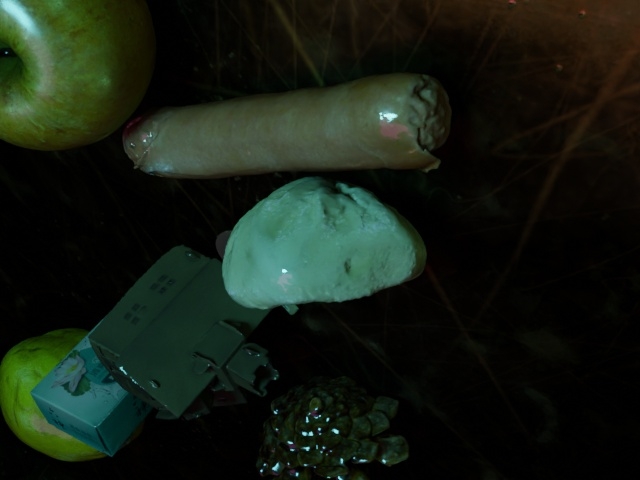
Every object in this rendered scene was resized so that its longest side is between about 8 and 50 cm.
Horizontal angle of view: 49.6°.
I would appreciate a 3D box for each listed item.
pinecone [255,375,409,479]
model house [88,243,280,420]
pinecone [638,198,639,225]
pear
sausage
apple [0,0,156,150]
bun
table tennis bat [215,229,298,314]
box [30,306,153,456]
[{"bbox_3d":[0.013,0.305,1.012,0.203,0.229,0.201,8,112,-22],"label":"pinecone"},{"bbox_3d":[-0.156,0.167,0.992,0.243,0.211,0.204,18,145,36],"label":"model house"},{"bbox_3d":[0.307,-0.022,0.398,0.244,0.257,0.243,22,156,10],"label":"pinecone"},{"bbox_3d":[-0.501,0.311,1.403,0.321,0.269,0.269,32,145,29],"label":"pear"},{"bbox_3d":[-0.061,-0.111,0.725,0.419,0.094,0.094,1,140,36],"label":"sausage"},{"bbox_3d":[-0.284,-0.214,0.731,0.237,0.207,0.236,8,124,12],"label":"apple"},{"bbox_3d":[0.000,0.000,0.732,0.231,0.231,0.133,-13,84,46],"label":"bun"},{"bbox_3d":[-0.087,0.046,0.983,0.156,0.013,0.087,48,140,-12],"label":"table tennis bat"},{"bbox_3d":[-0.343,0.223,1.184,0.153,0.245,0.092,16,137,25],"label":"box"}]
